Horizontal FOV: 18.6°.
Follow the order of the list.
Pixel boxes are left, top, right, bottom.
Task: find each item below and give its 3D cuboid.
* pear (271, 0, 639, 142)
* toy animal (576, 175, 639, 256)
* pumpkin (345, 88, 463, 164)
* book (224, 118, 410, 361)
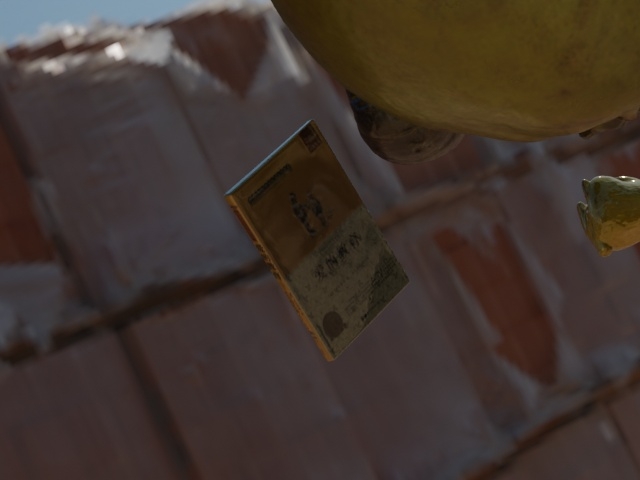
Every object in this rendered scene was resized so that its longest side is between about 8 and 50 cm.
[{"bbox_3d":[0.073,-0.192,1.031,0.269,0.321,0.269,-33,-11,-7],"label":"pear"},{"bbox_3d":[0.352,-0.034,2.032,0.159,0.083,0.070,-12,-32,-10],"label":"toy animal"},{"bbox_3d":[0.113,-0.203,2.362,0.162,0.219,0.219,-18,-6,18],"label":"pumpkin"},{"bbox_3d":[0.000,0.000,1.651,0.012,0.172,0.118,-11,27,49],"label":"book"}]
